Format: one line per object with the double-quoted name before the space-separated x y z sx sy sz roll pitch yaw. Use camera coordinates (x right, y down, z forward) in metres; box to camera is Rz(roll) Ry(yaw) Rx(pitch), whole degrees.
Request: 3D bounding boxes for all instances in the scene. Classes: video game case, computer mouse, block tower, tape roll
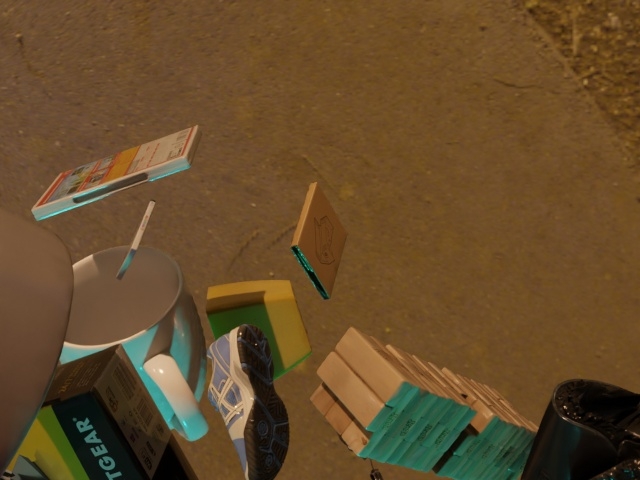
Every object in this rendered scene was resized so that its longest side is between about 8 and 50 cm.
"video game case" -0.356 -0.125 1.525 0.285 0.204 0.025 -18 112 6
"computer mouse" 0.072 0.380 1.472 0.041 0.242 0.071 -24 128 -5
"block tower" 0.126 0.193 0.932 0.335 0.097 0.091 29 101 -46
"tape roll" -0.257 0.079 0.573 0.072 0.219 0.219 32 84 -35
"video game case" -0.311 -0.002 1.442 0.011 0.122 0.087 24 132 -14

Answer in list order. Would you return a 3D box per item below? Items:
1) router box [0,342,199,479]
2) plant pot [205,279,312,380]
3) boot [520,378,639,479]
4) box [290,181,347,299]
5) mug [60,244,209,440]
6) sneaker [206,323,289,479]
"router box" -0.217 0.268 0.747 0.243 0.081 0.309 -21 109 14
"plant pot" -0.129 0.196 1.892 0.187 0.212 0.212 -17 102 -2
"boot" 0.247 0.233 0.629 0.094 0.246 0.207 -36 152 -48
"box" 0.000 0.000 1.829 0.164 0.021 0.201 58 32 -34
"mug" -0.334 0.241 1.661 0.276 0.374 0.328 -32 134 -22
"sneaker" -0.100 0.222 1.141 0.080 0.081 0.211 13 63 -53
